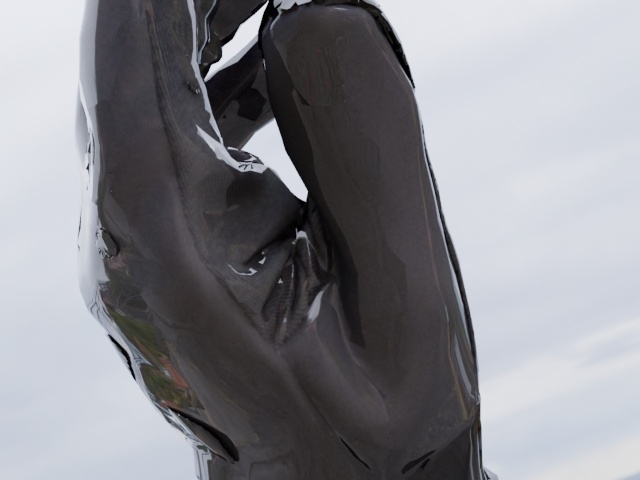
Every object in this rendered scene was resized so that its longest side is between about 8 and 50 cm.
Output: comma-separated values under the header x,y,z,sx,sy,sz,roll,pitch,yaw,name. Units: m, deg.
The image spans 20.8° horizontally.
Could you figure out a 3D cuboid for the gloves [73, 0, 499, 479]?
x,y,z,sx,sy,sz,roll,pitch,yaw,name
-0.006,0.009,0.498,0.119,0.285,0.142,-24,17,-32,gloves
